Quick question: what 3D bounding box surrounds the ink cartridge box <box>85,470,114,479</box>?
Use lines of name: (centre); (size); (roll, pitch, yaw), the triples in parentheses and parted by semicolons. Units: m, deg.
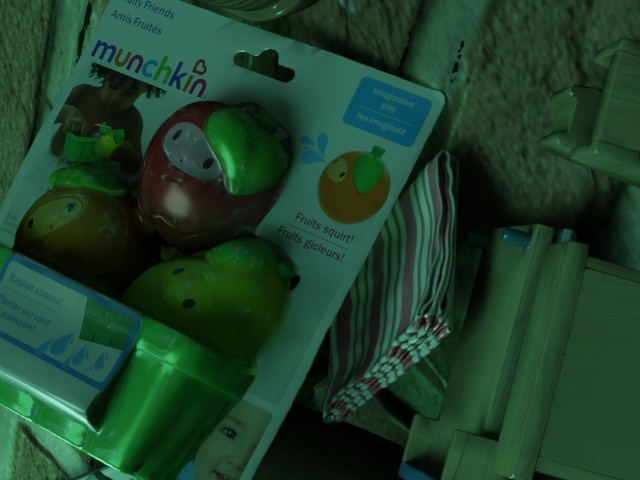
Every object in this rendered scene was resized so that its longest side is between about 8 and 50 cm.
ink cartridge box: (-0.129, 0.363, 1.580); (0.273, 0.114, 0.197); (36, 171, 23)

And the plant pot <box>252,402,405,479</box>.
plant pot: (0.013, 0.231, 1.263); (0.230, 0.215, 0.215); (37, 141, 12)

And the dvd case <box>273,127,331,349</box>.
dvd case: (0.000, 0.000, 1.348); (0.164, 0.018, 0.221); (-19, 96, 57)

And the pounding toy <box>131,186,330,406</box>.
pounding toy: (-0.078, 0.023, 1.395); (0.269, 0.155, 0.154); (49, 119, 6)

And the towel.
towel: (0.046, 0.037, 1.199); (0.197, 0.029, 0.144); (134, 148, -53)

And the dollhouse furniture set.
dollhouse furniture set: (0.202, 0.053, 1.059); (0.303, 0.198, 0.286); (164, 122, -80)

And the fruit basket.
fruit basket: (-0.120, -0.007, 1.221); (0.327, 0.165, 0.353); (24, 88, 30)

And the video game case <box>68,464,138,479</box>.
video game case: (-0.187, 0.393, 1.855); (0.329, 0.036, 0.300); (-29, 88, 57)

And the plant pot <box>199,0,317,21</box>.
plant pot: (-0.093, -0.267, 1.211); (0.237, 0.110, 0.237); (32, 136, 37)
